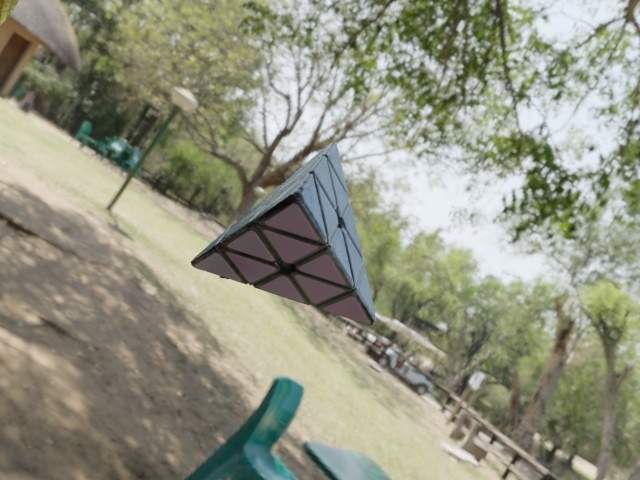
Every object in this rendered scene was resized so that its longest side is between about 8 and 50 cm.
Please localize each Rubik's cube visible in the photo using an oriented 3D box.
[{"bbox_3d":[0.000,0.000,0.741,0.190,0.211,0.178,44,-9,7],"label":"Rubik's cube"}]

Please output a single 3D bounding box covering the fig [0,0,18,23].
[{"bbox_3d":[-0.453,-0.311,0.957,0.159,0.159,0.257,31,-42,24],"label":"fig"}]
